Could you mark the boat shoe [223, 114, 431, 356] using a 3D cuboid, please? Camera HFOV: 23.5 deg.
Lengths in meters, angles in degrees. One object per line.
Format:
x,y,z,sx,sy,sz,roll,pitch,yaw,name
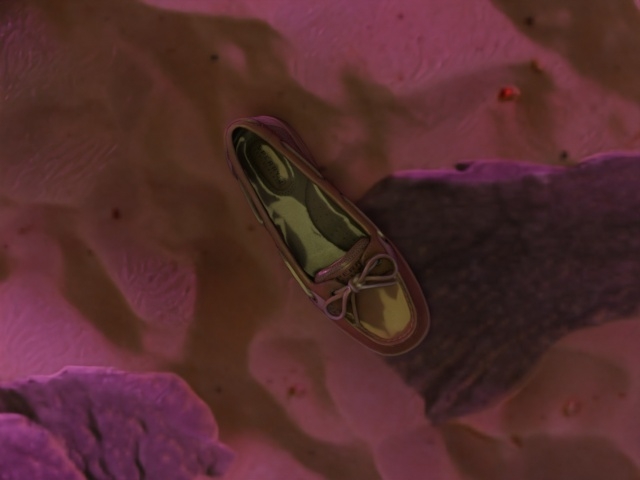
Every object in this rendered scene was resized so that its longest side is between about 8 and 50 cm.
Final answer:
0.001,-0.002,0.814,0.056,0.048,0.153,-34,88,9,boat shoe
